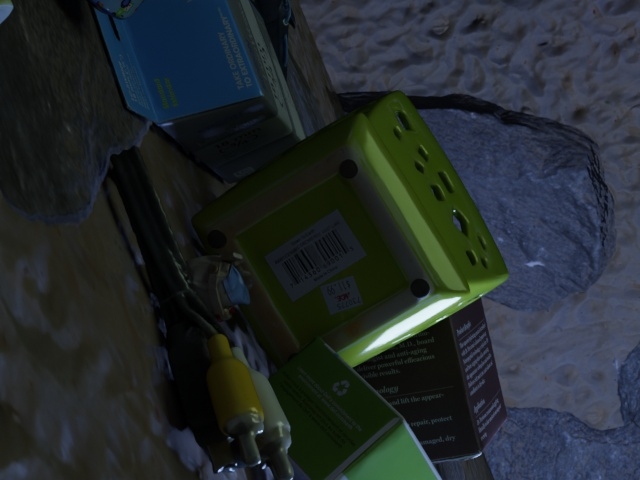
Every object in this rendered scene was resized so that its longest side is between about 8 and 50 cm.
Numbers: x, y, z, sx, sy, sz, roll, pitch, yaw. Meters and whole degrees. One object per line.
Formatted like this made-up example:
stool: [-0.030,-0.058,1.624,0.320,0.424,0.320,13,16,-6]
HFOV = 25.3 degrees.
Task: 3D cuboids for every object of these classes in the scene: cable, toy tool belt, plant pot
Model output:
cable: [-0.084,0.061,1.087,0.139,0.072,0.287,65,6,-66]
toy tool belt: [-0.080,0.040,1.245,0.083,0.051,0.052,59,12,-53]
plant pot: [0.022,0.005,1.361,0.227,0.228,0.207,59,15,1]

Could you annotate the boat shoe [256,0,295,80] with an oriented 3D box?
boat shoe: [-0.076,-0.258,1.656,0.109,0.089,0.258,26,-65,44]

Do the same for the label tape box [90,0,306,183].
label tape box: [-0.127,-0.213,1.417,0.334,0.106,0.240,38,30,-76]

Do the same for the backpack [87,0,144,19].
backpack: [-0.175,-0.281,1.190,0.158,0.117,0.173,43,30,-41]

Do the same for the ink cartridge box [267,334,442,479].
ink cartridge box: [0.066,0.226,1.216,0.255,0.097,0.188,39,-14,41]

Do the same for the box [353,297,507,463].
box: [0.091,0.132,1.555,0.168,0.167,0.203,-19,96,-71]

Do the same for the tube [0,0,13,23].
tube: [-0.249,-0.223,0.786,0.070,0.062,0.240,-24,-87,57]

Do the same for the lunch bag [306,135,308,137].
lunch bag: [0.032,-0.044,1.664,0.090,0.219,0.176,-64,148,-20]
